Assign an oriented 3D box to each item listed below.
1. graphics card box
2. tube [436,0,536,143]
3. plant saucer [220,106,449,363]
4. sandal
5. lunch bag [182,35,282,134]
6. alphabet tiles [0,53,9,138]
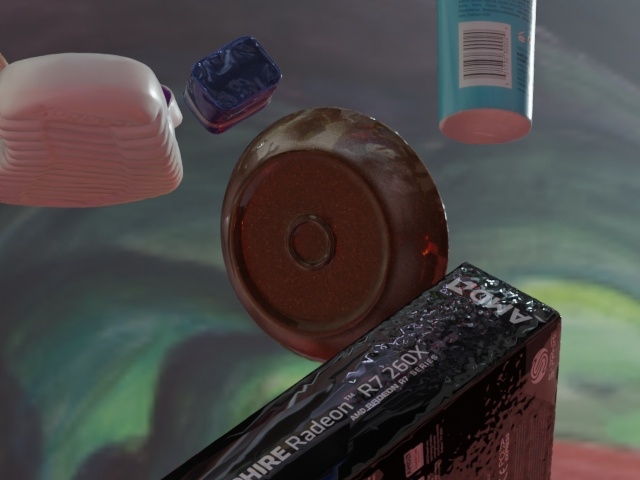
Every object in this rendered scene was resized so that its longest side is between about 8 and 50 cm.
[{"bbox_3d":[0.007,0.200,1.138,0.094,0.371,0.232,30,-41,35],"label":"graphics card box"},{"bbox_3d":[0.097,-0.160,1.024,0.052,0.080,0.207,-30,-127,58],"label":"tube"},{"bbox_3d":[0.000,0.000,1.321,0.036,0.199,0.198,-16,108,-59],"label":"plant saucer"},{"bbox_3d":[-0.186,-0.100,1.416,0.416,0.169,0.102,145,-53,-74],"label":"sandal"},{"bbox_3d":[-0.090,-0.160,1.813,0.067,0.098,0.065,53,-28,10],"label":"lunch bag"},{"bbox_3d":[-0.395,-0.144,1.581,0.284,0.278,0.021,61,38,-43],"label":"alphabet tiles"}]
